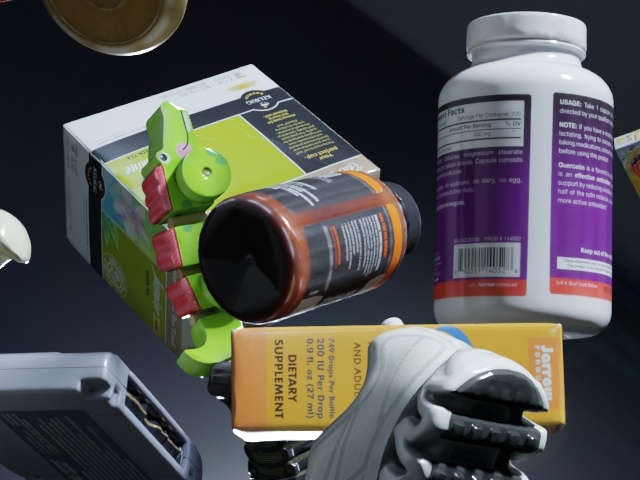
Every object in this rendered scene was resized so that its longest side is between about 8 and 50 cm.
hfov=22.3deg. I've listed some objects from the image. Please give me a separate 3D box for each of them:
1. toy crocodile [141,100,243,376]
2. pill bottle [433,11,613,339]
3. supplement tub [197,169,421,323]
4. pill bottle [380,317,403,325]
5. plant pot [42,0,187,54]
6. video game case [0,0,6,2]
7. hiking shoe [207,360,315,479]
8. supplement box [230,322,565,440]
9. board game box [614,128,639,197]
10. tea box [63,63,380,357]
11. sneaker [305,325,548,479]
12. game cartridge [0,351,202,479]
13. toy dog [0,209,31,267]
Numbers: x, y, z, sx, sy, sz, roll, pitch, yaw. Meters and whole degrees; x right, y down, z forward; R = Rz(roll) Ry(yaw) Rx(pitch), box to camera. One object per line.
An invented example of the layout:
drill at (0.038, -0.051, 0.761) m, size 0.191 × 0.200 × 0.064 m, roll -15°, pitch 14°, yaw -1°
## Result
toy crocodile at (-0.161, -0.003, 1.980) m, size 0.105 × 0.340 × 0.115 m, roll -10°, pitch 171°, yaw -28°
pill bottle at (0.209, -0.062, 1.668) m, size 0.181 × 0.182 × 0.322 m, roll 81°, pitch 11°, yaw -82°
supplement tub at (0.000, 0.000, 1.321) m, size 0.198 × 0.106 × 0.106 m, roll -15°, pitch 146°, yaw -50°
pill bottle at (0.098, 0.133, 1.983) m, size 0.043 × 0.043 × 0.083 m, roll -56°, pitch -145°, yaw 28°
plant pot at (-0.304, -0.368, 2.306) m, size 0.236 × 0.236 × 0.032 m, roll -57°, pitch -178°, yaw 34°
video game case at (-0.347, -0.410, 2.130) m, size 0.285 × 0.025 × 0.204 m, roll -2°, pitch -118°, yaw 44°
hiking shoe at (-0.031, 0.189, 1.508) m, size 0.227 × 0.086 × 0.114 m, roll 39°, pitch 58°, yaw -46°
supplement box at (0.055, 0.100, 1.152) m, size 0.080 × 0.233 × 0.078 m, roll 85°, pitch 4°, yaw -77°
board game box at (0.461, -0.087, 2.121) m, size 0.103 × 0.154 × 0.026 m, roll -21°, pitch -146°, yaw 21°
tea box at (-0.145, -0.049, 2.313) m, size 0.329 × 0.323 × 0.220 m, roll -21°, pitch 135°, yaw -30°
sneaker at (0.027, 0.187, 0.960) m, size 0.110 × 0.118 × 0.292 m, roll 23°, pitch 96°, yaw -39°
game cartridge at (-0.255, 0.189, 1.645) m, size 0.294 × 0.196 × 0.060 m, roll 63°, pitch 24°, yaw -58°
toy dog at (-0.450, -0.034, 1.496) m, size 0.284 × 0.395 × 0.408 m, roll 50°, pitch 57°, yaw -50°
